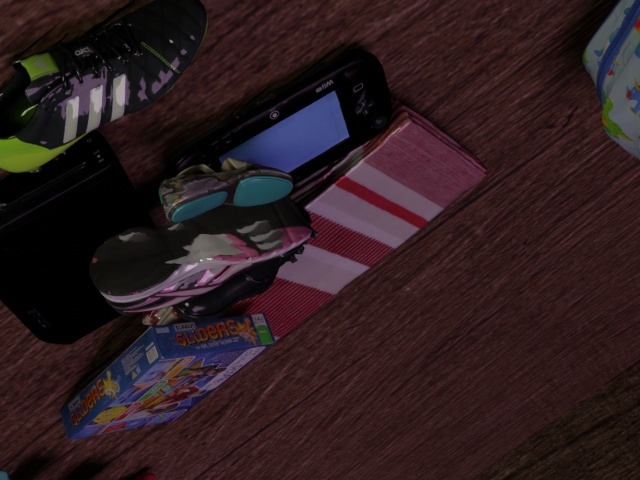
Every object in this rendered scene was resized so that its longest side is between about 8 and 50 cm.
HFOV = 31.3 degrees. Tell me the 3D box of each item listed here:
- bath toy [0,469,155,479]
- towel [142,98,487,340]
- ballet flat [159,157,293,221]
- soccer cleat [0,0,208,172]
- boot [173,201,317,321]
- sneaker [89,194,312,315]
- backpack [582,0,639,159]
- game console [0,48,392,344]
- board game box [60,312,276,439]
[{"bbox_3d":[-0.270,0.319,1.282,0.348,0.151,0.129,28,72,-60],"label":"bath toy"},{"bbox_3d":[0.000,0.000,1.138,0.329,0.037,0.237,-39,156,14],"label":"towel"},{"bbox_3d":[-0.074,-0.045,0.872,0.114,0.041,0.041,-15,148,-36],"label":"ballet flat"},{"bbox_3d":[-0.154,-0.107,0.746,0.179,0.060,0.072,-34,153,7],"label":"soccer cleat"},{"bbox_3d":[-0.064,0.017,0.985,0.121,0.045,0.099,-20,156,-43],"label":"boot"},{"bbox_3d":[-0.096,0.011,0.921,0.178,0.072,0.077,-15,155,-11],"label":"sneaker"},{"bbox_3d":[0.418,-0.206,1.060,0.290,0.273,0.355,-4,120,-50],"label":"backpack"},{"bbox_3d":[-0.102,-0.048,0.924,0.361,0.044,0.213,-31,154,-7],"label":"game console"},{"bbox_3d":[-0.154,0.137,1.138,0.136,0.035,0.201,-3,153,-43],"label":"board game box"}]
